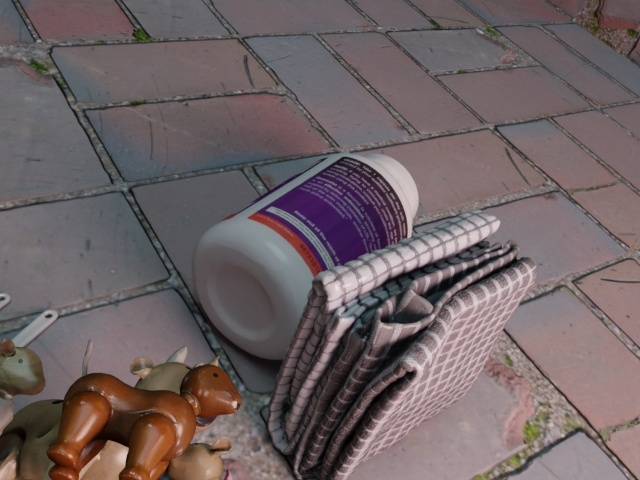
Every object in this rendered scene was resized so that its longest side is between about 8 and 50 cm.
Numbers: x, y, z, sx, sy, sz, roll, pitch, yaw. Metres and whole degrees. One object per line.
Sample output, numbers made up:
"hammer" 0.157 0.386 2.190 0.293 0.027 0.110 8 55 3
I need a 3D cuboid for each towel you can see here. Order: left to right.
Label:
"towel" 0.086 0.121 0.685 0.235 0.283 0.121 -20 56 -36

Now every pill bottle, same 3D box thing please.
"pill bottle" 0.000 0.000 0.858 0.181 0.181 0.323 36 43 17

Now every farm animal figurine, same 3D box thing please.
"farm animal figurine" -0.155 0.192 0.569 0.327 0.330 0.172 -2 40 18

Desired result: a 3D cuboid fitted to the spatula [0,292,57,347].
"spatula" -0.415 0.117 0.689 0.168 0.019 0.242 27 41 8
